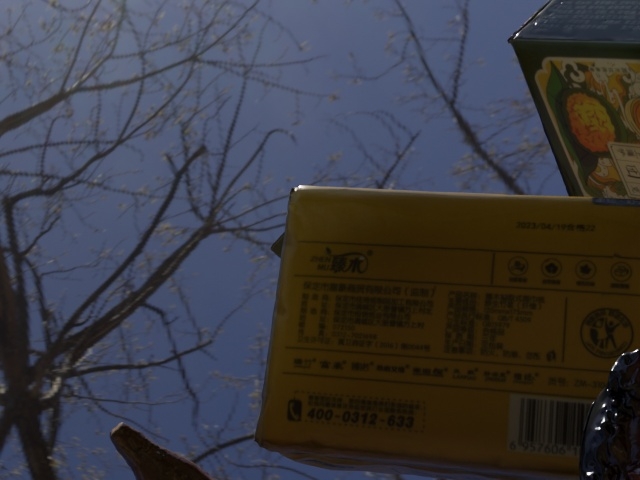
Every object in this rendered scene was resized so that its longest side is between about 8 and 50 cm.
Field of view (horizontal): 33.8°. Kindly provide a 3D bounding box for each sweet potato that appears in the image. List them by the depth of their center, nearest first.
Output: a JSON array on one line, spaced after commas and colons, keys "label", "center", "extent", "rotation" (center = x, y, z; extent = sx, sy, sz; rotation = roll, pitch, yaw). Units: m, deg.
[{"label": "sweet potato", "center": [-0.079, 0.285, 0.984], "extent": [0.314, 0.066, 0.072], "rotation": [41, -97, 8]}]

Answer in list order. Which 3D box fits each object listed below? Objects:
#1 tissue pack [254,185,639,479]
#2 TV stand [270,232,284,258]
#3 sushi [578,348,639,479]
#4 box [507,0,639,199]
[{"label": "tissue pack", "center": [0.154, 0.106, 1.097], "extent": [0.382, 0.228, 0.293], "rotation": [3, -103, 14]}, {"label": "TV stand", "center": [0.000, 0.000, 1.553], "extent": [0.083, 0.269, 0.088], "rotation": [44, -85, 2]}, {"label": "sushi", "center": [0.256, 0.145, 0.696], "extent": [0.153, 0.150, 0.172], "rotation": [-1, -86, -60]}, {"label": "box", "center": [0.460, -0.105, 1.211], "extent": [0.138, 0.420, 0.373], "rotation": [-43, -57, -23]}]
